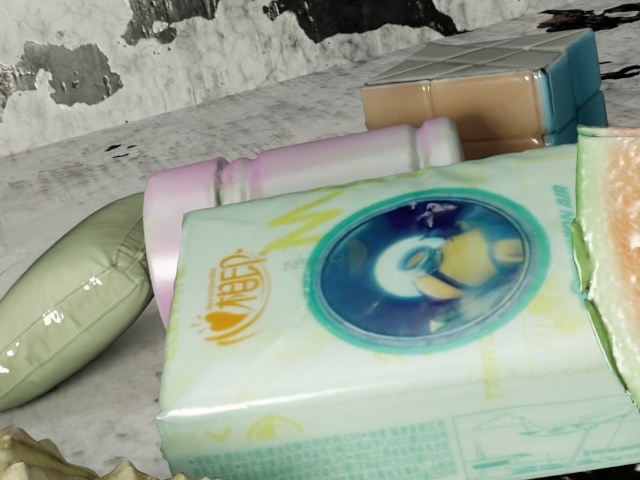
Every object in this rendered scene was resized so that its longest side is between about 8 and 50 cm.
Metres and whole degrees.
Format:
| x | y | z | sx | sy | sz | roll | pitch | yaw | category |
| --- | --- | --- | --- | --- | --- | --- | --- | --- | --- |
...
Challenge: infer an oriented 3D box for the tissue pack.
| x | y | z | sx | sy | sz | roll | pitch | yaw | category |
| --- | --- | --- | --- | --- | --- | --- | --- | --- | --- |
| 0.075 | 0.070 | 1.174 | 0.388 | 0.162 | 0.287 | -10 | 37 | 7 | tissue pack |

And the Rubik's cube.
| x | y | z | sx | sy | sz | roll | pitch | yaw | category |
| --- | --- | --- | --- | --- | --- | --- | --- | --- | --- |
| 0.202 | -0.106 | 1.647 | 0.221 | 0.225 | 0.231 | -3 | 18 | 27 | Rubik's cube |

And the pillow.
| x | y | z | sx | sy | sz | roll | pitch | yaw | category |
| --- | --- | --- | --- | --- | --- | --- | --- | --- | --- |
| -0.264 | 0.058 | 1.555 | 0.255 | 0.120 | 0.322 | -39 | 10 | 13 | pillow |

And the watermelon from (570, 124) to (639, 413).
| x | y | z | sx | sy | sz | roll | pitch | yaw | category |
| --- | --- | --- | --- | --- | --- | --- | --- | --- | --- |
| 0.317 | 0.094 | 0.906 | 0.292 | 0.319 | 0.222 | 1 | 58 | 45 | watermelon |

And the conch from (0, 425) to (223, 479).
| x | y | z | sx | sy | sz | roll | pitch | yaw | category |
| --- | --- | --- | --- | --- | --- | --- | --- | --- | --- |
| -0.216 | 0.224 | 0.985 | 0.324 | 0.186 | 0.263 | -11 | -1 | 1 | conch |

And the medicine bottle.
| x | y | z | sx | sy | sz | roll | pitch | yaw | category |
| --- | --- | --- | --- | --- | --- | --- | --- | --- | --- |
| 0.000 | 0.000 | 1.473 | 0.325 | 0.212 | 0.212 | -10 | 17 | 6 | medicine bottle |
